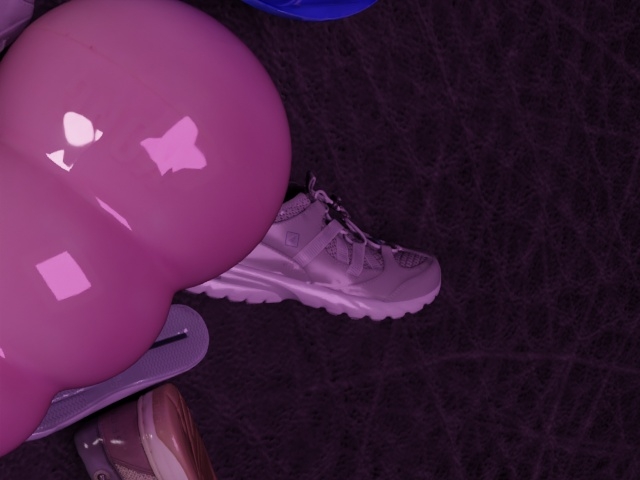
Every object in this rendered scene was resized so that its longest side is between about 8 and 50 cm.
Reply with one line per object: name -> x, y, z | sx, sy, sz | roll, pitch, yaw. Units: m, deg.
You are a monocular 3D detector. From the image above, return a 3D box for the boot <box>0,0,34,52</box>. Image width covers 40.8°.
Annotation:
boot -> -0.249, -0.116, 0.559 | 0.123, 0.095, 0.258 | -26, 146, -62

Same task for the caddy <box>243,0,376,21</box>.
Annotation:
caddy -> -0.025, -0.328, 0.598 | 0.241, 0.179, 0.341 | -25, 96, -36

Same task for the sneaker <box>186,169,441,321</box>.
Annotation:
sneaker -> 0.000, 0.000, 0.748 | 0.281, 0.105, 0.115 | 8, 98, -35

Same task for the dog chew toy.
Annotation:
dog chew toy -> -0.167, -0.002, 0.553 | 0.332, 0.207, 0.206 | -53, 125, -19

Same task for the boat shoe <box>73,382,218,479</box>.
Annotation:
boat shoe -> -0.131, 0.240, 0.731 | 0.092, 0.103, 0.285 | -10, 127, -1

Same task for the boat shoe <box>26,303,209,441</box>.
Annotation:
boat shoe -> -0.196, 0.105, 0.658 | 0.226, 0.076, 0.083 | -7, 78, -33
